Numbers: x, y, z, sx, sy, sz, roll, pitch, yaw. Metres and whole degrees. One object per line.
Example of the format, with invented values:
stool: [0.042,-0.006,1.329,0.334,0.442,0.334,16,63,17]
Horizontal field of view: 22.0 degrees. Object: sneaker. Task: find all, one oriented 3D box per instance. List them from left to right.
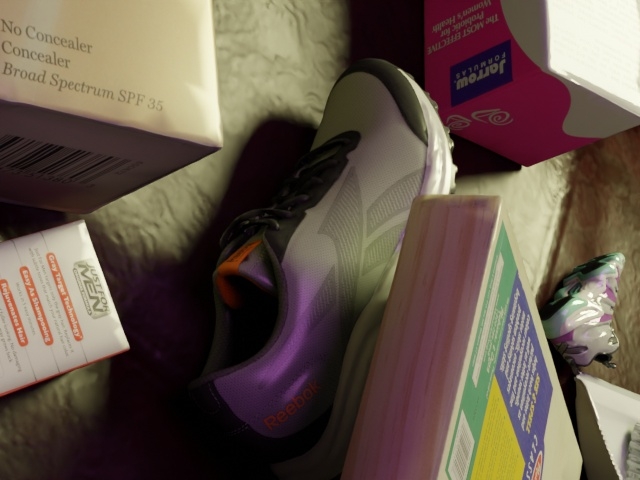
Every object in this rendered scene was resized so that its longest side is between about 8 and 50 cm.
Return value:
sneaker: [0.000,0.000,0.923,0.108,0.100,0.271,33,53,-26]
sneaker: [0.192,0.057,1.141,0.098,0.038,0.069,-40,105,-36]

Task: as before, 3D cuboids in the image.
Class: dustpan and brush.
dustpan and brush: [0.238,0.198,1.111,0.147,0.060,0.211,22,60,-39]

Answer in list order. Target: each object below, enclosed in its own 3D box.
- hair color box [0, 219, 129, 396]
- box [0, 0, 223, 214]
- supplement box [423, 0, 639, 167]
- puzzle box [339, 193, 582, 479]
hair color box: [-0.164,0.042,0.777,0.141,0.043,0.072,-17,87,-46]
box: [-0.148,-0.184,0.825,0.148,0.121,0.311,9,69,-43]
supplement box: [0.146,-0.178,1.130,0.114,0.111,0.220,19,61,-40]
puzzle box: [0.060,0.215,0.844,0.272,0.052,0.409,66,33,-47]
